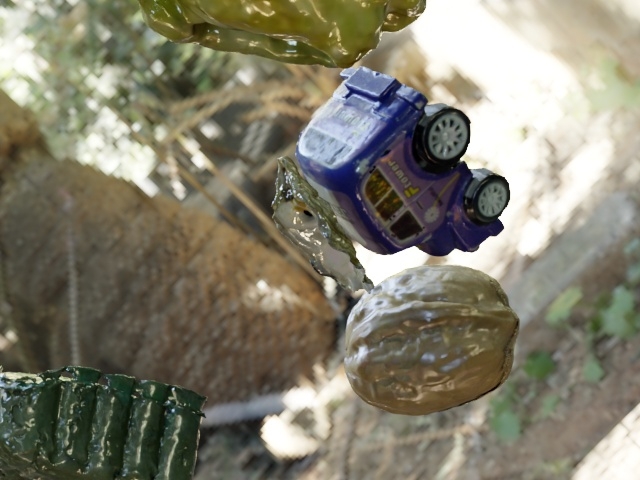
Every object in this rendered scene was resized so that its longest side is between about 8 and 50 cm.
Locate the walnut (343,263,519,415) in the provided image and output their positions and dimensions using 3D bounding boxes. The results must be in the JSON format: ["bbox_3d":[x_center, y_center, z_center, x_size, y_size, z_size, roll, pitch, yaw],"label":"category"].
[{"bbox_3d":[0.144,0.128,1.959,0.245,0.198,0.198,-14,27,22],"label":"walnut"}]

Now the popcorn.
[{"bbox_3d":[-0.034,-0.306,1.436,0.312,0.312,0.312,-42,14,14],"label":"popcorn"}]

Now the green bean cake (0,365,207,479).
[{"bbox_3d":[-0.279,0.210,1.625,0.241,0.255,0.132,-9,69,52],"label":"green bean cake"}]

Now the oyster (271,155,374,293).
[{"bbox_3d":[0.000,0.000,1.482,0.045,0.146,0.121,-40,-26,-33],"label":"oyster"}]

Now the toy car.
[{"bbox_3d":[0.084,-0.066,1.636,0.158,0.235,0.172,-46,33,-9],"label":"toy car"}]
